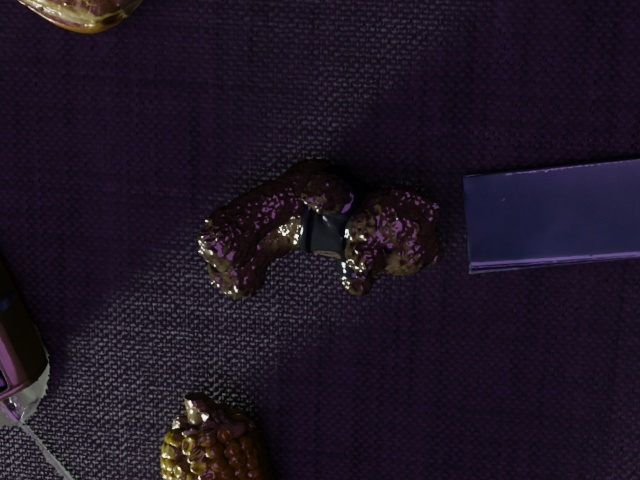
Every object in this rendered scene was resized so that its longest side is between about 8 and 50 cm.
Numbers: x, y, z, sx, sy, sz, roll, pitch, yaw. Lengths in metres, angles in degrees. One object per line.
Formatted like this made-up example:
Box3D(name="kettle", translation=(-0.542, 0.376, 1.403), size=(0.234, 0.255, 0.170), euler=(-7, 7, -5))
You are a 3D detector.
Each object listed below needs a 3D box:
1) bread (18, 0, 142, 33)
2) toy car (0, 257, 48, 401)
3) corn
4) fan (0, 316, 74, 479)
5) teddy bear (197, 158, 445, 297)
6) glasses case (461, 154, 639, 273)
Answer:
Box3D(name="bread", translation=(-0.278, -0.292, 1.386), size=(0.236, 0.140, 0.106), euler=(36, 106, -2))
Box3D(name="toy car", translation=(-0.396, 0.057, 1.535), size=(0.124, 0.101, 0.257), euler=(-21, 101, 11))
Box3D(name="corn", translation=(-0.095, 0.310, 1.556), size=(0.119, 0.119, 0.322), euler=(-11, 106, 13))
Box3D(name="fan", translation=(-0.353, 0.188, 1.619), size=(0.191, 0.009, 0.329), euler=(-38, 95, 17))
Box3D(name="teddy bear", translation=(-0.001, -0.019, 1.436), size=(0.251, 0.182, 0.129), euler=(0, 71, 11))
Box3D(name="glasses case", translation=(0.279, -0.028, 1.425), size=(0.266, 0.056, 0.105), euler=(-5, 82, 12))
